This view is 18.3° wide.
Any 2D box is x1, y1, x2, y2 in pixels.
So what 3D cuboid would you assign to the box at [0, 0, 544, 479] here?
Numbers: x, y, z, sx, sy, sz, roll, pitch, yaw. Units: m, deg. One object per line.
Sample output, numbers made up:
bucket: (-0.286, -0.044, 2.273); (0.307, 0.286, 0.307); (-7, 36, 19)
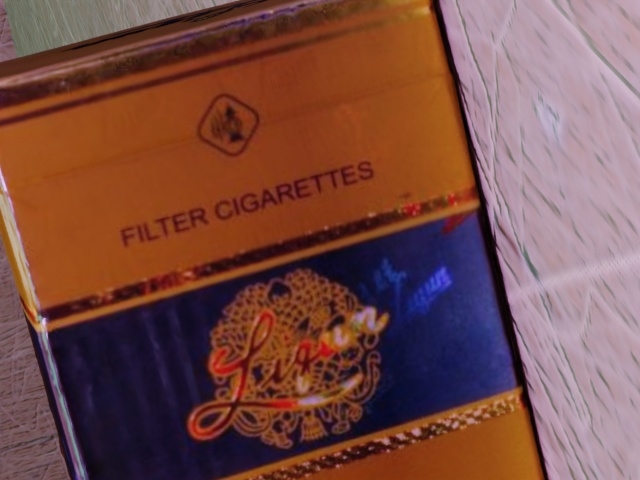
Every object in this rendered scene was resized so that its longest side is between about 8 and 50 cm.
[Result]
box: (-0.015, 0.040, 0.659); (0.070, 0.152, 0.237); (-157, 51, -76)
